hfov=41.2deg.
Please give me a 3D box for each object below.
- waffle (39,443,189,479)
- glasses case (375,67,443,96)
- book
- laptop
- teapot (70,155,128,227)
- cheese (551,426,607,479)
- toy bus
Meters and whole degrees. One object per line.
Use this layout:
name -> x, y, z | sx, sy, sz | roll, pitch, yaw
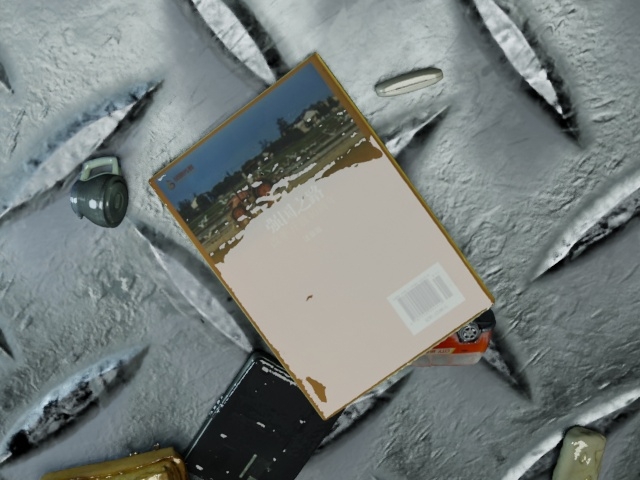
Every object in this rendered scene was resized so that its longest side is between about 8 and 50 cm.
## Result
waffle -> -0.254, 0.456, 1.183 | 0.224, 0.098, 0.327 | -13, 109, 3
glasses case -> 0.107, -0.191, 1.028 | 0.083, 0.032, 0.021 | -16, 111, 2
book -> 0.000, 0.000, 1.041 | 0.262, 0.028, 0.374 | -36, 91, 9
laptop -> -0.080, 0.266, 1.171 | 0.154, 0.026, 0.207 | 31, 104, -12
teapot -> -0.271, -0.060, 1.042 | 0.057, 0.066, 0.088 | 6, 86, 13
cheese -> 0.358, 0.356, 1.214 | 0.065, 0.043, 0.194 | 9, 107, -5
toy bus -> 0.137, 0.121, 1.112 | 0.174, 0.079, 0.077 | 1, 117, -4
